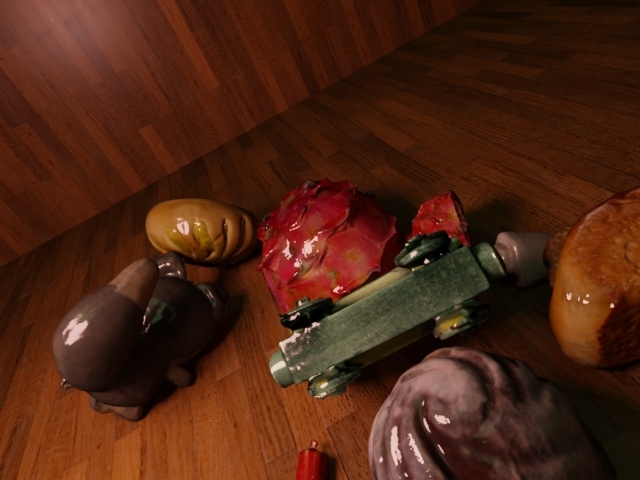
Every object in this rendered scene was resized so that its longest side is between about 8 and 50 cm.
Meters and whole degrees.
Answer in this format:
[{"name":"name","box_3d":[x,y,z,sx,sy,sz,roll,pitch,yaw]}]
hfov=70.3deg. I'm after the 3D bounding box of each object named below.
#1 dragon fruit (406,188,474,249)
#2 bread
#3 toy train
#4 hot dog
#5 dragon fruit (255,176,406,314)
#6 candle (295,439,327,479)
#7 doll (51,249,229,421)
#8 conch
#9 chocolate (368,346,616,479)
[{"name":"dragon fruit","box_3d":[0.252,0.012,0.950,0.189,0.163,0.262,-45,26,25]},{"name":"bread","box_3d":[-0.312,-0.010,1.249,0.332,0.333,0.160,-5,77,30]},{"name":"toy train","box_3d":[0.110,0.125,0.753,0.397,0.253,0.160,-30,74,10]},{"name":"hot dog","box_3d":[0.520,0.019,0.693,0.404,0.185,0.223,-23,34,5]},{"name":"dragon fruit","box_3d":[0.000,0.000,1.057,0.370,0.249,0.386,-15,33,27]},{"name":"candle","box_3d":[-0.016,0.375,0.711,0.051,0.052,0.131,-17,33,15]},{"name":"doll","box_3d":[-0.350,0.181,0.973,0.383,0.252,0.379,-62,6,-31]},{"name":"conch","box_3d":[0.403,0.032,0.877,0.176,0.094,0.104,2,21,-3]},{"name":"chocolate","box_3d":[0.191,0.252,0.562,0.303,0.213,0.303,-23,27,12]}]
